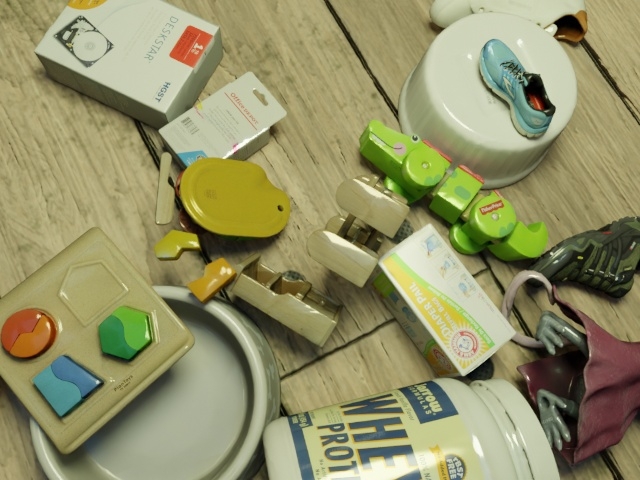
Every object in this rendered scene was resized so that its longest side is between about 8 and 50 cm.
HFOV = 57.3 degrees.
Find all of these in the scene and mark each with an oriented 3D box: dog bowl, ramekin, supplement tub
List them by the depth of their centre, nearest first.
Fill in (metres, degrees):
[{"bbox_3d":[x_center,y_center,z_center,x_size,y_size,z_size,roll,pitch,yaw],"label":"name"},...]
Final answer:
[{"bbox_3d":[0.105,0.311,0.745,0.325,0.235,0.235,-12,76,-8],"label":"supplement tub"},{"bbox_3d":[-0.227,0.220,0.812,0.349,0.102,0.348,1,75,-5],"label":"dog bowl"},{"bbox_3d":[0.279,-0.237,0.969,0.278,0.135,0.277,1,74,-5],"label":"ramekin"}]

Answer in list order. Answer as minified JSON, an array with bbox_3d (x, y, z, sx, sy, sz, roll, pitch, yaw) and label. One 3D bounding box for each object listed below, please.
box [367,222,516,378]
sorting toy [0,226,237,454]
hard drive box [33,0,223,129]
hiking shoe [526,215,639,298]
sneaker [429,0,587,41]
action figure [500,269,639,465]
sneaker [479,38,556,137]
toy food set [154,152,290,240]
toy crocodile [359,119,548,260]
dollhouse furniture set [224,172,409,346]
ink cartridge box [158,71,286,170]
[{"bbox_3d":[0.173,0.094,0.876,0.103,0.114,0.203,-34,81,-13],"label":"box"},{"bbox_3d":[-0.277,0.088,0.767,0.307,0.041,0.229,-41,76,-13],"label":"sorting toy"},{"bbox_3d":[-0.305,-0.307,0.962,0.232,0.089,0.181,25,74,2],"label":"hard drive box"},{"bbox_3d":[0.439,0.042,0.928,0.227,0.086,0.114,-20,74,-11],"label":"hiking shoe"},{"bbox_3d":[0.341,-0.391,1.032,0.290,0.106,0.123,-7,72,-8],"label":"sneaker"},{"bbox_3d":[0.475,0.203,0.871,0.371,0.247,0.275,-1,31,-18],"label":"action figure"},{"bbox_3d":[0.297,-0.235,0.860,0.064,0.073,0.162,-28,78,-12],"label":"sneaker"},{"bbox_3d":[-0.155,-0.055,0.886,0.218,0.071,0.128,6,64,-33],"label":"toy food set"},{"bbox_3d":[0.207,-0.077,0.929,0.341,0.115,0.105,37,72,4],"label":"toy crocodile"},{"bbox_3d":[0.000,0.000,0.842,0.161,0.212,0.242,31,101,3],"label":"dollhouse furniture set"},{"bbox_3d":[-0.155,-0.179,0.951,0.181,0.061,0.104,-38,81,-13],"label":"ink cartridge box"}]
